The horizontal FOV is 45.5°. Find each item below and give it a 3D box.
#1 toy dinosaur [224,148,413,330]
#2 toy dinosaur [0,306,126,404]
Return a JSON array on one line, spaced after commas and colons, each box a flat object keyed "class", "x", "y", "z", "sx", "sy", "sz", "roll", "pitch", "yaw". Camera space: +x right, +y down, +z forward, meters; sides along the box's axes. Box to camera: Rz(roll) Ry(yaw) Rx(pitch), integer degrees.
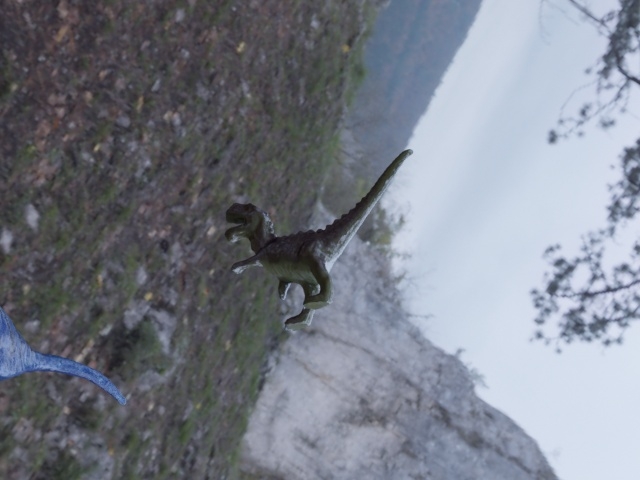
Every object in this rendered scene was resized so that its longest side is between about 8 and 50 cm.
[{"class": "toy dinosaur", "x": -0.003, "y": -0.002, "z": 0.924, "sx": 0.251, "sy": 0.072, "sz": 0.200, "roll": -19, "pitch": -122, "yaw": 24}, {"class": "toy dinosaur", "x": -0.219, "y": 0.037, "z": 0.412, "sx": 0.076, "sy": 0.144, "sz": 0.329, "roll": -56, "pitch": 165, "yaw": -10}]
